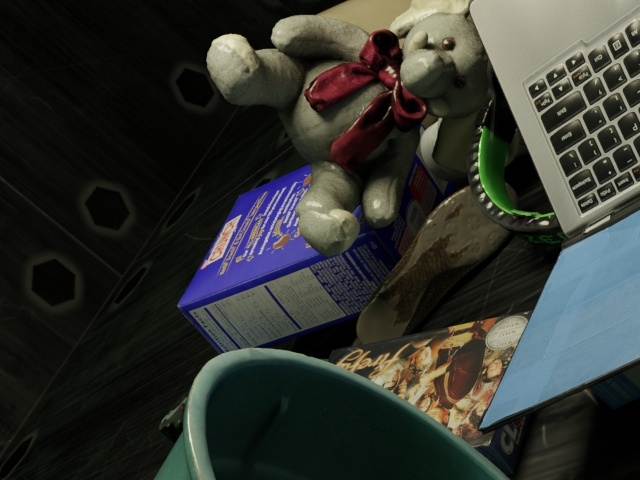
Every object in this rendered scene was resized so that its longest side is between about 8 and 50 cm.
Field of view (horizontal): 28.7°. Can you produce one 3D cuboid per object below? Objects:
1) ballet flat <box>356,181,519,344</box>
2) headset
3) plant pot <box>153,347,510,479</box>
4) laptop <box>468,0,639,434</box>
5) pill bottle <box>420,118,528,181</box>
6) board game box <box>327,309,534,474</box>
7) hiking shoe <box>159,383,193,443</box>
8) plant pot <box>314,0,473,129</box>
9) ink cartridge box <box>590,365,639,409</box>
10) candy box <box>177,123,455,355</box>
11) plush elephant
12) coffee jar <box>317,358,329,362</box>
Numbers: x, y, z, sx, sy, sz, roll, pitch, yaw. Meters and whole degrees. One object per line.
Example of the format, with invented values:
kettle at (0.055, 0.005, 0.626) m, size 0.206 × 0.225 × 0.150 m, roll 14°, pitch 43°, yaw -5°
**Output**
ballet flat at (0.134, 0.029, 1.441) m, size 0.250 × 0.084 × 0.058 m, roll -50°, pitch -10°, yaw 8°
headset at (0.269, -0.192, 1.281) m, size 0.243 × 0.185 × 0.394 m, roll 11°, pitch 74°, yaw 52°
plant pot at (-0.029, 0.302, 0.775) m, size 0.334 × 0.341 × 0.341 m, roll -52°, pitch 13°, yaw 16°
laptop at (0.249, -0.120, 0.958) m, size 0.236 × 0.408 × 0.382 m, roll -5°, pitch -22°, yaw -44°
pill bottle at (0.210, -0.142, 1.562) m, size 0.180 × 0.108 × 0.108 m, roll -29°, pitch 25°, yaw 52°
board game box at (0.089, 0.156, 1.175) m, size 0.243 × 0.042 × 0.165 m, roll -16°, pitch 33°, yaw 37°
hiking shoe at (-0.114, 0.200, 1.625) m, size 0.132 × 0.113 × 0.304 m, roll -57°, pitch 17°, yaw -27°
plant pot at (0.144, -0.303, 1.954) m, size 0.274 × 0.256 × 0.256 m, roll -37°, pitch 11°, yaw -20°
ink cartridge box at (0.285, 0.047, 0.971) m, size 0.181 × 0.061 × 0.104 m, roll -36°, pitch 18°, yaw 41°
candy box at (0.000, 0.000, 1.661) m, size 0.317 × 0.122 × 0.268 m, roll -20°, pitch 28°, yaw 31°
plush elephant at (0.086, -0.171, 1.439) m, size 0.255 × 0.272 × 0.330 m, roll -27°, pitch 1°, yaw 29°
coffee jar at (-0.002, 0.208, 1.352) m, size 0.096 × 0.079 × 0.184 m, roll -45°, pitch 16°, yaw 13°
